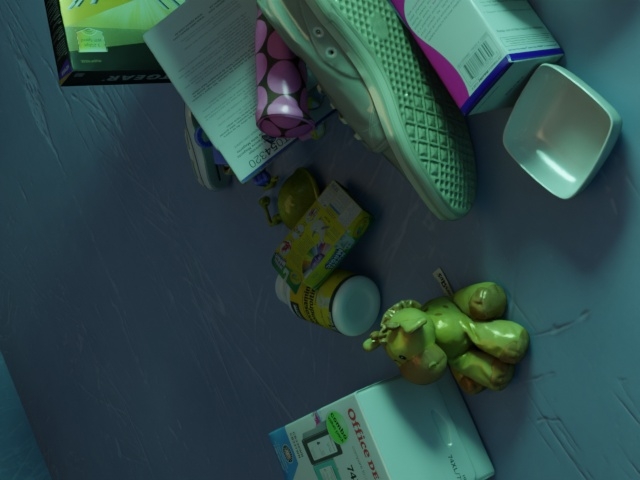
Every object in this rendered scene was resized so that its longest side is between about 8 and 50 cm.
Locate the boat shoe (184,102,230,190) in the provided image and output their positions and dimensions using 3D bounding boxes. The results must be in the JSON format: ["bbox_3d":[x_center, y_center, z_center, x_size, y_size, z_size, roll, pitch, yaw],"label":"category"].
[{"bbox_3d":[-0.233,-0.206,1.885,0.076,0.083,0.226,9,109,49],"label":"boat shoe"}]

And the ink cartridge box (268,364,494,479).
[{"bbox_3d":[0.091,0.335,1.544,0.270,0.197,0.198,-37,72,50],"label":"ink cartridge box"}]

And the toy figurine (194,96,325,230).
[{"bbox_3d":[-0.133,-0.162,1.648,0.191,0.217,0.362,6,107,45],"label":"toy figurine"}]

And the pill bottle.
[{"bbox_3d":[0.007,0.093,1.654,0.184,0.103,0.103,15,112,49],"label":"pill bottle"}]

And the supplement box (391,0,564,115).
[{"bbox_3d":[0.199,-0.289,1.288,0.220,0.114,0.111,61,141,18],"label":"supplement box"}]

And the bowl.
[{"bbox_3d":[0.312,-0.139,1.238,0.142,0.053,0.142,50,134,31],"label":"bowl"}]

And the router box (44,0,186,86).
[{"bbox_3d":[-0.330,-0.407,1.747,0.081,0.309,0.243,-22,79,57],"label":"router box"}]

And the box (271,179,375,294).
[{"bbox_3d":[0.000,0.000,1.603,0.179,0.043,0.105,-49,44,9],"label":"box"}]

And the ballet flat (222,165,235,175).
[{"bbox_3d":[-0.171,-0.201,1.789,0.057,0.052,0.168,-9,94,55],"label":"ballet flat"}]

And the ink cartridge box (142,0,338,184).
[{"bbox_3d":[-0.067,-0.292,1.504,0.324,0.071,0.330,-36,69,6],"label":"ink cartridge box"}]

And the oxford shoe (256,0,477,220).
[{"bbox_3d":[0.069,-0.214,1.346,0.130,0.169,0.449,-23,111,40],"label":"oxford shoe"}]

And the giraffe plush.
[{"bbox_3d":[0.166,0.139,1.410,0.210,0.170,0.181,49,135,31],"label":"giraffe plush"}]

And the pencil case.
[{"bbox_3d":[-0.048,-0.249,1.399,0.095,0.098,0.209,-15,68,42],"label":"pencil case"}]
